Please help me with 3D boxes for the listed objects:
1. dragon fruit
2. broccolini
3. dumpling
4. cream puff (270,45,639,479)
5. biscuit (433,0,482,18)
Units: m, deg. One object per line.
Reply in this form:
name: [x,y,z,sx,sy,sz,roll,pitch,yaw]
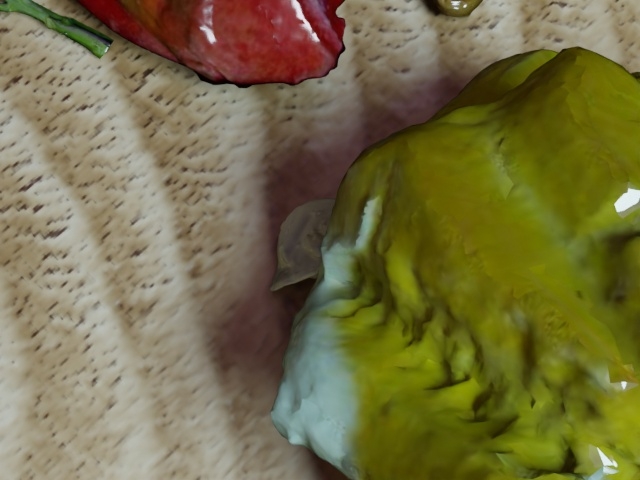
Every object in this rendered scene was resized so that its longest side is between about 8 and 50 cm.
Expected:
dragon fruit: [-0.094,-0.278,0.572,0.282,0.100,0.343,4,76,8]
broccolini: [-0.204,-0.165,0.585,0.140,0.030,0.035,26,38,-5]
dumpling: [-0.002,-0.002,0.549,0.076,0.057,0.052,-17,79,-12]
cream puff: [0.169,0.053,0.447,0.378,0.275,0.378,3,73,-9]
biscuit: [0.036,-0.246,0.629,0.205,0.031,0.138,20,76,-1]
